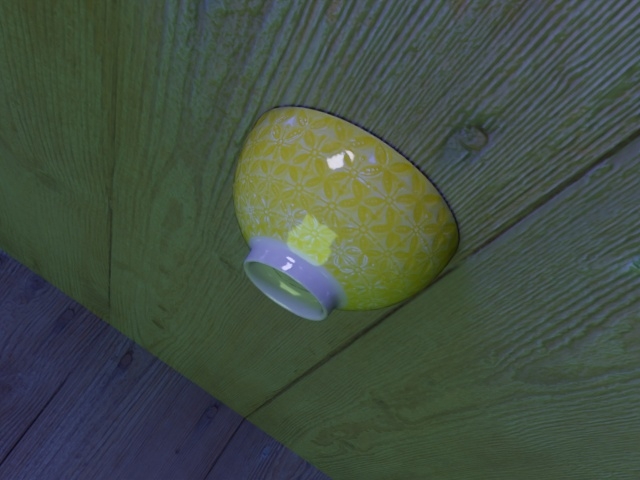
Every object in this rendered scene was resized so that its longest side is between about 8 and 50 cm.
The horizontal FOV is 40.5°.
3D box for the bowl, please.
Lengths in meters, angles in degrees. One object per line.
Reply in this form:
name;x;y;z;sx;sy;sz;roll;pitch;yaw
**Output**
bowl;0.000;0.000;1.016;0.290;0.156;0.289;28;157;13
